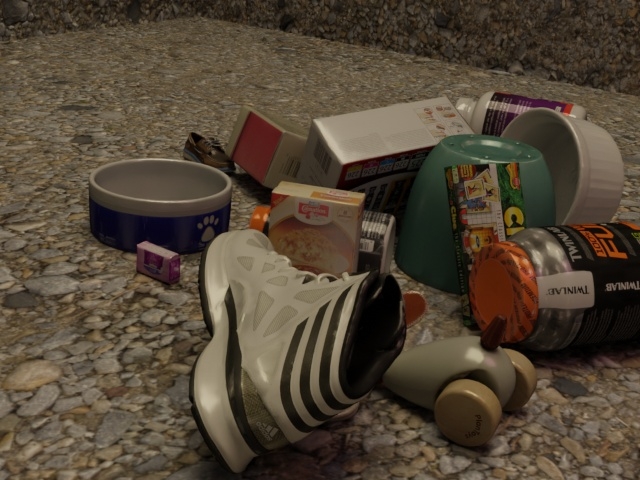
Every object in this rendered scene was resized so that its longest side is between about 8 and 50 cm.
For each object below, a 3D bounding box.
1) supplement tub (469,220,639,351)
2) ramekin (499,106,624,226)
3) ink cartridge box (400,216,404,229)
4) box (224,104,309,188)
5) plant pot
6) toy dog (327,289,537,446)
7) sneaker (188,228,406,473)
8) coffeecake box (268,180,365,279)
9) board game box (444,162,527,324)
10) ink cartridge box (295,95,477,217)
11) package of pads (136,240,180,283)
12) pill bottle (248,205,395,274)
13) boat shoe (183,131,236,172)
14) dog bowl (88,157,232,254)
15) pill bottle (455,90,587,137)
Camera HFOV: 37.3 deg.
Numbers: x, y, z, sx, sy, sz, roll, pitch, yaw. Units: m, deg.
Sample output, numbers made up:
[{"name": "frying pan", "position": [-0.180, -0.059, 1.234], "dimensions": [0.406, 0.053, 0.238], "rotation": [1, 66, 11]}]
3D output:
[{"name": "supplement tub", "position": [0.405, 0.070, 1.475], "dimensions": [0.316, 0.193, 0.193], "rotation": [-4, 23, -23]}, {"name": "ramekin", "position": [0.472, -0.121, 1.894], "dimensions": [0.135, 0.277, 0.277], "rotation": [3, 20, -29]}, {"name": "ink cartridge box", "position": [0.189, -0.046, 1.948], "dimensions": [0.048, 0.028, 0.083], "rotation": [6, 22, 4]}, {"name": "box", "position": [-0.089, -0.193, 2.076], "dimensions": [0.149, 0.126, 0.232], "rotation": [16, 13, -31]}, {"name": "plant pot", "position": [0.292, -0.060, 1.727], "dimensions": [0.293, 0.235, 0.293], "rotation": [4, 21, -2]}, {"name": "toy dog", "position": [0.128, 0.142, 1.262], "dimensions": [0.334, 0.161, 0.220], "rotation": [8, 21, 7]}, {"name": "sneaker", "position": [-0.015, 0.094, 1.219], "dimensions": [0.258, 0.169, 0.447], "rotation": [-23, 29, 9]}, {"name": "coffeecake box", "position": [-0.010, 0.009, 1.538], "dimensions": [0.142, 0.185, 0.068], "rotation": [9, 21, 9]}, {"name": "board game box", "position": [0.281, 0.002, 1.552], "dimensions": [0.136, 0.259, 0.030], "rotation": [-5, -4, -27]}, {"name": "ink cartridge box", "position": [0.116, -0.124, 1.869], "dimensions": [0.309, 0.272, 0.130], "rotation": [-14, 55, -26]}, {"name": "package of pads", "position": [-0.273, 0.036, 1.589], "dimensions": [0.083, 0.050, 0.032], "rotation": [19, 25, 32]}, {"name": "pill bottle", "position": [0.000, 0.000, 1.642], "dimensions": [0.246, 0.130, 0.130], "rotation": [9, 21, 10]}, {"name": "boat shoe", "position": [-0.261, -0.206, 2.195], "dimensions": [0.066, 0.066, 0.183], "rotation": [-14, 29, -41]}, {"name": "dog bowl", "position": [-0.300, -0.068, 1.780], "dimensions": [0.265, 0.104, 0.265], "rotation": [4, 21, -2]}, {"name": "pill bottle", "position": [0.505, -0.280, 2.423], "dimensions": [0.323, 0.181, 0.181], "rotation": [14, 22, 19]}]
